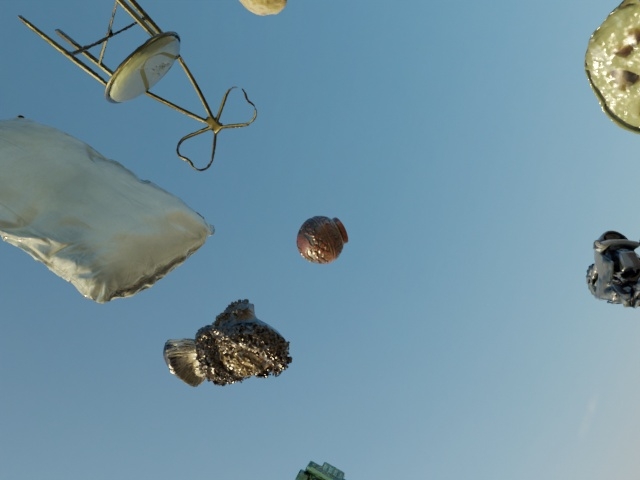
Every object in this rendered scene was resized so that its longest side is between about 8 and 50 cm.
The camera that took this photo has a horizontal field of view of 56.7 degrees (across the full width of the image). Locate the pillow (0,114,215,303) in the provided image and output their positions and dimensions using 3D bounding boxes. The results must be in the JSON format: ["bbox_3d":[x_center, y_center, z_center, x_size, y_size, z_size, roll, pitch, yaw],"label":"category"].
[{"bbox_3d":[-0.206,-0.035,0.466,0.128,0.229,0.051,-45,-20,-54],"label":"pillow"}]

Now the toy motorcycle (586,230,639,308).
[{"bbox_3d":[0.623,0.064,1.189,0.106,0.270,0.159,-2,-84,-9],"label":"toy motorcycle"}]

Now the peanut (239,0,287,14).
[{"bbox_3d":[-0.172,-0.561,1.191,0.256,0.123,0.123,46,-113,-23],"label":"peanut"}]

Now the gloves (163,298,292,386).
[{"bbox_3d":[-0.207,0.250,1.371,0.135,0.312,0.210,-73,-31,-53],"label":"gloves"}]

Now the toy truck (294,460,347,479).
[{"bbox_3d":[-0.023,0.564,1.218,0.259,0.128,0.135,-69,-11,20],"label":"toy truck"}]

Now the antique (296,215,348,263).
[{"bbox_3d":[0.000,0.000,1.181,0.104,0.104,0.104,-25,-56,-43],"label":"antique"}]

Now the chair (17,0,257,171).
[{"bbox_3d":[-0.266,-0.263,0.908,0.160,0.325,0.170,-44,6,9],"label":"chair"}]

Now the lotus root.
[{"bbox_3d":[0.435,-0.233,0.733,0.203,0.183,0.078,53,-130,-22],"label":"lotus root"}]
